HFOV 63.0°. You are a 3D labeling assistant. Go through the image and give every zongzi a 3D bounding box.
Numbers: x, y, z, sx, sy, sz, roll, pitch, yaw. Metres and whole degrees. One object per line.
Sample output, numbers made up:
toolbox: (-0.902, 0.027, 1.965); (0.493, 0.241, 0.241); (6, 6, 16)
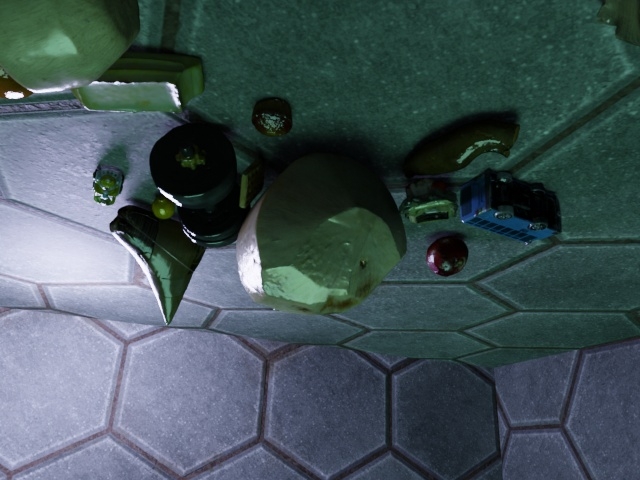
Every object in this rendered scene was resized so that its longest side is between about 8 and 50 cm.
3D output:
zongzi: (-0.508, 0.079, 1.540); (0.289, 0.317, 0.154); (22, 176, -36)

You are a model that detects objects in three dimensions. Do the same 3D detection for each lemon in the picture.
lemon: (-0.431, -0.092, 1.431); (0.062, 0.062, 0.083); (5, 144, -5)

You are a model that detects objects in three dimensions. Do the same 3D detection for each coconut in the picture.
coconut: (0.000, 0.000, 1.201); (0.344, 0.415, 0.415); (44, 145, -10)
coconut: (-0.374, -0.314, 0.727); (0.224, 0.224, 0.224); (3, 157, 1)

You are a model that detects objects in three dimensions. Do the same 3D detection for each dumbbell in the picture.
dumbbell: (-0.265, -0.115, 1.198); (0.185, 0.185, 0.388); (3, 157, 1)

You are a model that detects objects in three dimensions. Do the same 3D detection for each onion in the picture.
onion: (0.385, 0.045, 1.586); (0.131, 0.131, 0.131); (3, 157, 1)

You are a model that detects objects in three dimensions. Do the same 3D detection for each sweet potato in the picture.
sweet potato: (0.282, -0.180, 1.103); (0.112, 0.085, 0.286); (16, 155, -38)

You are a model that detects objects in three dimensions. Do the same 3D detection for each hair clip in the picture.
hair clip: (0.261, -0.099, 1.261); (0.138, 0.091, 0.321); (-13, 174, 12)

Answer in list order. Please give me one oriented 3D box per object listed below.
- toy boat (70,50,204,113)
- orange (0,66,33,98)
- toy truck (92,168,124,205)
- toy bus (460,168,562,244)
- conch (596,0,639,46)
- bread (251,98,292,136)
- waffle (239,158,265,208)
toy boat: (-0.352, -0.285, 0.938); (0.276, 0.084, 0.111); (4, 159, -5)
orange: (-0.532, -0.308, 0.858); (0.156, 0.124, 0.156); (15, 166, 4)
toy truck: (-0.545, -0.132, 1.329); (0.076, 0.077, 0.111); (12, 155, -21)
toy bus: (0.469, -0.077, 1.289); (0.234, 0.116, 0.133); (16, 155, -23)
conch: (0.506, -0.314, 0.665); (0.324, 0.186, 0.263); (11, 174, -16)
bread: (-0.097, -0.241, 1.045); (0.085, 0.053, 0.085); (3, 157, 1)
waffle: (-0.154, -0.137, 1.202); (0.021, 0.135, 0.092); (12, 119, 6)
